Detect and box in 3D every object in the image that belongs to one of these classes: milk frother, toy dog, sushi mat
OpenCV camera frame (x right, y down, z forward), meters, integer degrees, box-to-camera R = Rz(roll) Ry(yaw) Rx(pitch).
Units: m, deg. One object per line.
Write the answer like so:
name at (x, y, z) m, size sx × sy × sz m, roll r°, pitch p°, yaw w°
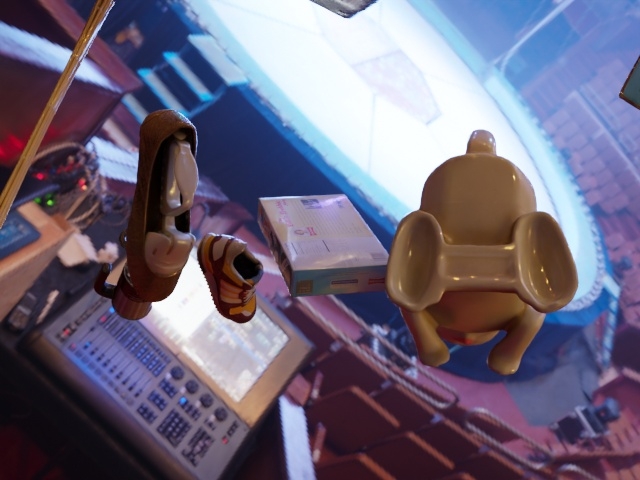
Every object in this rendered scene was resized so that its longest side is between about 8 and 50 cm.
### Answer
milk frother at (-0.369, 0.061, 1.556) m, size 0.129 × 0.135 × 0.143 m, roll 32°, pitch 51°, yaw -6°
toy dog at (0.254, 0.046, 1.384) m, size 0.408 × 0.285 × 0.395 m, roll 73°, pitch 10°, yaw -64°
sushi mat at (-0.322, -0.128, 0.895) m, size 0.019 × 0.151 × 0.316 m, roll 26°, pitch 70°, yaw -22°

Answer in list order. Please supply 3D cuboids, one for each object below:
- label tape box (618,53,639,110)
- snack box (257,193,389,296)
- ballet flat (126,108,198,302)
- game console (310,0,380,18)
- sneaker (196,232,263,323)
label tape box at (0.433, -0.110, 0.710) m, size 0.334 × 0.106 × 0.240 m, roll 32°, pitch 71°, yaw 1°
snack box at (0.000, 0.000, 1.477) m, size 0.187 × 0.060 × 0.322 m, roll -3°, pitch 27°, yaw -15°
ballet flat at (-0.257, -0.051, 1.323) m, size 0.116 × 0.342 × 0.124 m, roll 2°, pitch 8°, yaw -40°
game console at (-0.071, -0.402, 1.013) m, size 0.342 × 0.060 × 0.386 m, roll 24°, pitch 8°, yaw -10°
sneaker at (-0.121, 0.067, 1.179) m, size 0.069 × 0.084 × 0.185 m, roll -62°, pitch 147°, yaw -33°
